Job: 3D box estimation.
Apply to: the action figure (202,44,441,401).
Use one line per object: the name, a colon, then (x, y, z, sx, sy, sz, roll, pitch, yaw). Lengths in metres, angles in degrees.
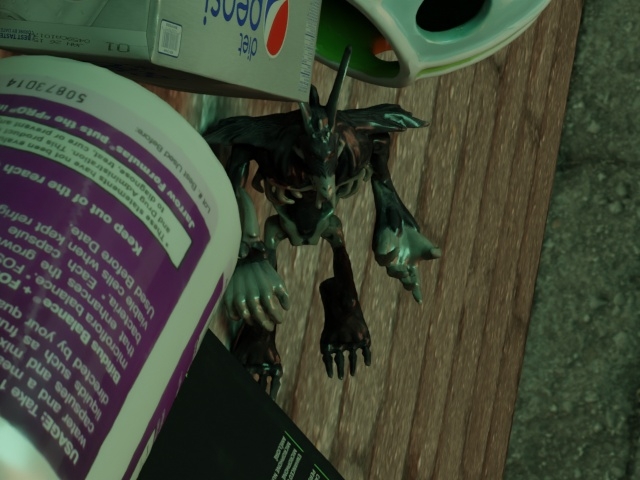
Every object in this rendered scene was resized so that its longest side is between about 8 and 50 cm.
action figure: (0.000, 0.000, 1.372, 0.276, 0.164, 0.141, 93, -17, -46)

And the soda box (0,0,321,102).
soda box: (-0.084, -0.135, 1.109, 0.286, 0.098, 0.091, 0, 96, -75)

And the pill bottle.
pill bottle: (-0.156, 0.070, 0.831, 0.301, 0.169, 0.169, -66, 158, -46)

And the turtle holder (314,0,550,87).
turtle holder: (0.058, -0.246, 1.312, 0.227, 0.243, 0.320, -59, 167, -16)

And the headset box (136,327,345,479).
headset box: (-0.078, 0.214, 1.015, 0.283, 0.131, 0.246, 51, 40, -23)
